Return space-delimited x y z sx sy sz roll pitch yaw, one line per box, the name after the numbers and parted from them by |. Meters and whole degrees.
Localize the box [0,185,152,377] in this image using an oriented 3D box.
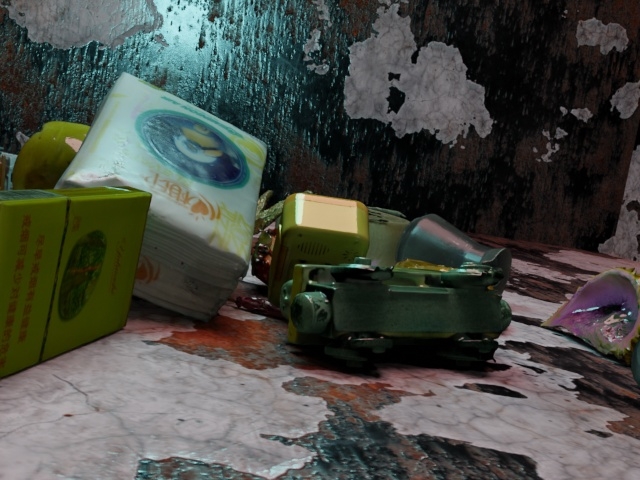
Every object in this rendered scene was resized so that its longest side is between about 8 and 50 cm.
-0.289 0.035 0.911 0.047 0.187 0.335 14 7 11 | box

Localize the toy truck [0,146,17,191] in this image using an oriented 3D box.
-0.759 -0.134 1.784 0.136 0.162 0.305 13 7 32 | toy truck

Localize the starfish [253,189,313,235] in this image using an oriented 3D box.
-0.192 -0.036 1.907 0.347 0.078 0.358 -19 12 -10 | starfish

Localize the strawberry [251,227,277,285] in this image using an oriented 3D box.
-0.047 0.068 1.531 0.208 0.087 0.167 34 23 -11 | strawberry

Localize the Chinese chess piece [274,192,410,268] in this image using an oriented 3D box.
0.060 -0.017 2.035 0.349 0.146 0.349 11 8 -2 | Chinese chess piece

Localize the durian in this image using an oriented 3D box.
0.545 0.133 1.482 0.154 0.186 0.260 1 21 -14 | durian

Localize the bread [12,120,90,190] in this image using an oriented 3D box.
-0.389 -0.078 1.556 0.376 0.251 0.208 11 23 -7 | bread

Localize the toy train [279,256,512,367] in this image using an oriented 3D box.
0.094 0.096 1.184 0.369 0.150 0.237 5 -1 -33 | toy train

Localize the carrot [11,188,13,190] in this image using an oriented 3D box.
-0.583 -0.087 1.797 0.138 0.139 0.302 9 5 -5 | carrot

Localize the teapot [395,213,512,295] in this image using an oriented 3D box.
0.301 0.055 1.822 0.225 0.171 0.203 22 -18 33 | teapot

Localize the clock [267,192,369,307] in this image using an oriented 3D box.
-0.006 0.026 1.319 0.143 0.202 0.096 10 45 -6 | clock

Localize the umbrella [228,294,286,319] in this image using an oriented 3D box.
-0.083 0.108 1.303 0.165 0.025 0.027 14 -14 21 | umbrella

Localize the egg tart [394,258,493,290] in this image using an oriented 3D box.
0.228 0.096 1.551 0.279 0.095 0.279 9 5 -1 | egg tart

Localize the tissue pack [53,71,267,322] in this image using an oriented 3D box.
-0.246 -0.081 1.279 0.287 0.162 0.388 25 30 -15 | tissue pack

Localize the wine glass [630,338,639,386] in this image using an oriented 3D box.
0.582 0.192 1.245 0.202 0.093 0.093 7 7 -21 | wine glass
